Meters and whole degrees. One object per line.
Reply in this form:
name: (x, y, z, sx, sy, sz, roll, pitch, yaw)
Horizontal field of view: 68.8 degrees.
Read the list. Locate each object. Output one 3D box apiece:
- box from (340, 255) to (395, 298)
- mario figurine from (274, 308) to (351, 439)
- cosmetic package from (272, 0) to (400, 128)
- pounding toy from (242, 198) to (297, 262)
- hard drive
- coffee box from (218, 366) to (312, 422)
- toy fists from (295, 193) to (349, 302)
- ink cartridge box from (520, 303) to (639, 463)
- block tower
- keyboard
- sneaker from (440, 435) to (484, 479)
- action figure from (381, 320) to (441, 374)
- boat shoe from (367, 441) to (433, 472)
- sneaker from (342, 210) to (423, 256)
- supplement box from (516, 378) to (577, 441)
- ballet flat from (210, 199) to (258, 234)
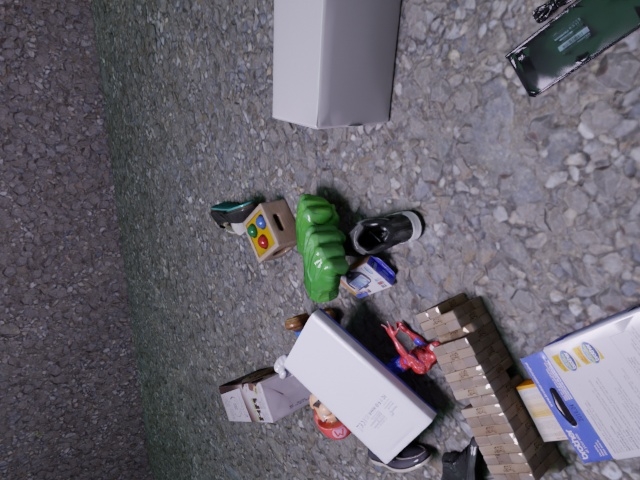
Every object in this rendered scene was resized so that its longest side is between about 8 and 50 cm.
box: (0.102, 0.082, 1.042, 0.081, 0.028, 0.136, 41, 145, -14)
mario figurine: (0.010, 0.339, 1.162, 0.198, 0.170, 0.320, -20, 85, 50)
cosmetic package: (0.030, -0.404, 0.866, 0.155, 0.197, 0.365, 27, 121, 43)
pounding toy: (-0.107, -0.016, 1.243, 0.206, 0.094, 0.180, -39, 72, 50)
hard drive: (0.072, 0.321, 1.027, 0.319, 0.040, 0.210, 40, 130, 17)
coffee box: (-0.164, 0.460, 1.413, 0.297, 0.168, 0.118, -28, 80, 51)
toy fists: (0.000, 0.000, 1.047, 0.279, 0.096, 0.142, -103, 11, -51)
ink cartridge box: (0.457, 0.189, 0.646, 0.311, 0.065, 0.185, -46, 66, 45)
block tower: (0.299, 0.263, 0.839, 0.091, 0.097, 0.335, -40, 72, 50)
keyboard: (0.348, -0.295, 0.652, 0.180, 0.023, 0.108, -33, 82, 50)
sneaker: (0.285, 0.456, 0.954, 0.089, 0.051, 0.170, 15, 116, 43)
action figure: (0.152, 0.236, 1.009, 0.280, 0.092, 0.139, -36, 83, 50)
boat shoe: (0.173, 0.485, 1.084, 0.206, 0.075, 0.064, -32, 80, 55)
sneaker: (0.096, -0.007, 0.986, 0.234, 0.106, 0.078, -17, 87, 52)
supplement box: (0.385, 0.281, 0.784, 0.062, 0.036, 0.098, -38, 72, 49)
ballet flat: (-0.249, -0.070, 1.413, 0.281, 0.095, 0.096, 6, 117, 61)
